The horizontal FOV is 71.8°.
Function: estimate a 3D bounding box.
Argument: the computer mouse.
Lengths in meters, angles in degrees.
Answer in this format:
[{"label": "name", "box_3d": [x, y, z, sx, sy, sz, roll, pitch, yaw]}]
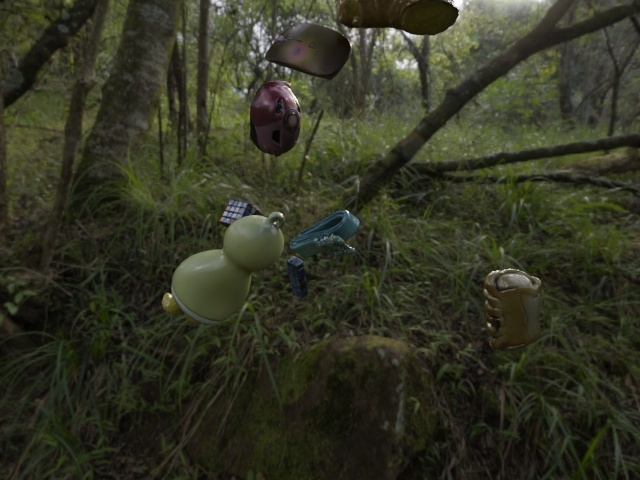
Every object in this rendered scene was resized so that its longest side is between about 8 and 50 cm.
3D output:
[{"label": "computer mouse", "box_3d": [-0.047, -0.586, 1.357, 0.310, 0.158, 0.072, 31, -8, 33]}]

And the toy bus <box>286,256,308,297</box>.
[{"label": "toy bus", "box_3d": [-0.088, 0.143, 1.701, 0.065, 0.165, 0.047, 19, 41, 37]}]

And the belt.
[{"label": "belt", "box_3d": [0.003, 0.003, 0.950, 0.065, 0.100, 0.179, 36, -41, -28]}]

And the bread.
[{"label": "bread", "box_3d": [0.479, 0.174, 1.109, 0.134, 0.225, 0.081, -9, 21, 6]}]

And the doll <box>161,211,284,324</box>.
[{"label": "doll", "box_3d": [-0.169, 0.050, 0.812, 0.141, 0.296, 0.117, 38, 15, -28]}]

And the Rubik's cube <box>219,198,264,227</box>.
[{"label": "Rubik's cube", "box_3d": [-0.266, -0.074, 1.492, 0.092, 0.092, 0.092, 13, -18, 35]}]

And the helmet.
[{"label": "helmet", "box_3d": [-0.146, -0.419, 1.579, 0.198, 0.253, 0.154, -17, 54, -40]}]

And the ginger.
[{"label": "ginger", "box_3d": [0.205, -0.640, 1.200, 0.354, 0.189, 0.126, 28, -12, 26]}]
